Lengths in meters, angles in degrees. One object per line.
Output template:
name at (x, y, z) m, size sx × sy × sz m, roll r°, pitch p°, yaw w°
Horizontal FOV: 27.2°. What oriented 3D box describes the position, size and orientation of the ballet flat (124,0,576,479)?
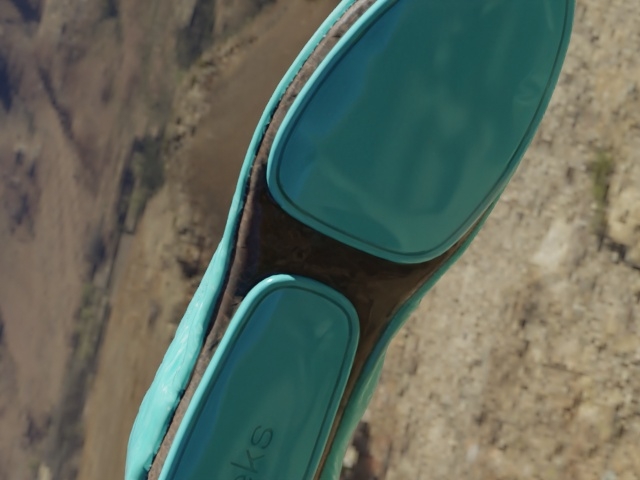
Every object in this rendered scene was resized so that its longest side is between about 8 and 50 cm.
ballet flat at (0.000, 0.000, 0.450) m, size 0.247 × 0.083 × 0.087 m, roll -63°, pitch 15°, yaw 3°
